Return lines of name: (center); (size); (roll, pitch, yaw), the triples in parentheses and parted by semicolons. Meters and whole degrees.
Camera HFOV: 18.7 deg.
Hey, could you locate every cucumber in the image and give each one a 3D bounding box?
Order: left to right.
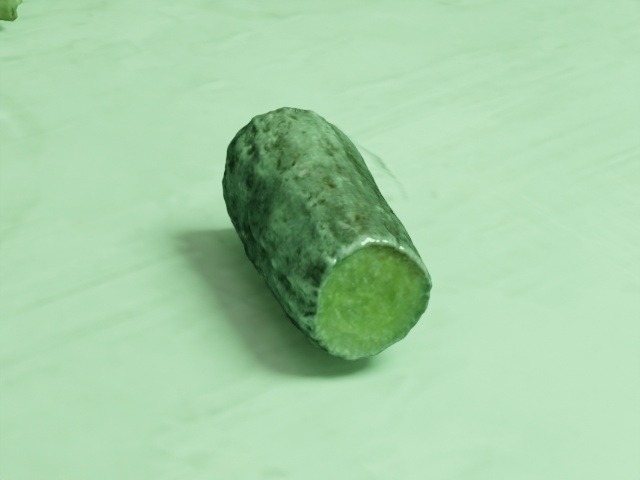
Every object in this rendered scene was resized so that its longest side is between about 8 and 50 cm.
cucumber: (0.000, -0.001, 0.774); (0.064, 0.064, 0.112); (-3, 38, -20)

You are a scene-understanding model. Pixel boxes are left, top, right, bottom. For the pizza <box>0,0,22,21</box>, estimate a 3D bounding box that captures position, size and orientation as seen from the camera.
pizza: (-0.177, -0.216, 1.011); (0.223, 0.089, 0.323); (40, 43, 23)
